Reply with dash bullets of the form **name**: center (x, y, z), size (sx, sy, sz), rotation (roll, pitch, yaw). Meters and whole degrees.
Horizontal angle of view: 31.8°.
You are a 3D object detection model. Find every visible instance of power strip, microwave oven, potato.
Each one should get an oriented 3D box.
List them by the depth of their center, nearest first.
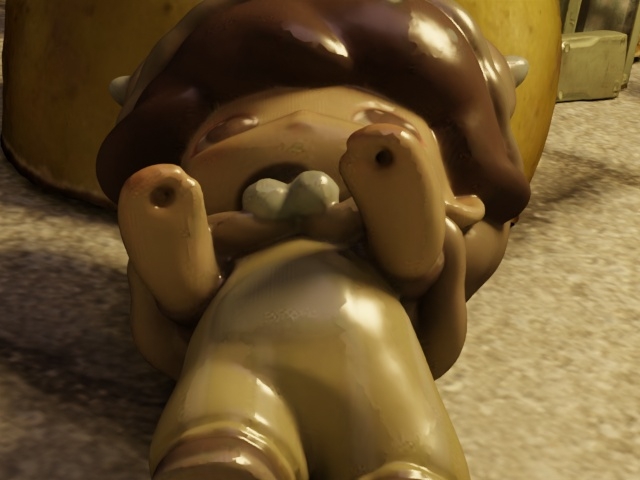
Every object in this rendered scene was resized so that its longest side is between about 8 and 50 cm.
- **potato**: center (-0.023, -0.202, 0.897), size (0.442, 0.319, 0.385), rotation (8, 21, -7)
- **power strip**: center (0.267, -0.200, 1.324), size (0.286, 0.080, 0.048), rotation (-13, 24, -41)
- **microwave oven**: center (0.357, -0.326, 1.504), size (0.129, 0.205, 0.163), rotation (2, 23, -15)

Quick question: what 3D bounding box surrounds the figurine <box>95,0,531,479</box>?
- **figurine**: center (0.000, 0.000, 0.557), size (0.248, 0.203, 0.380), rotation (-6, 34, 4)

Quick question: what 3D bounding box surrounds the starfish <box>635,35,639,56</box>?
- **starfish**: center (0.443, -0.319, 1.740), size (0.138, 0.050, 0.247), rotation (13, 18, 17)
